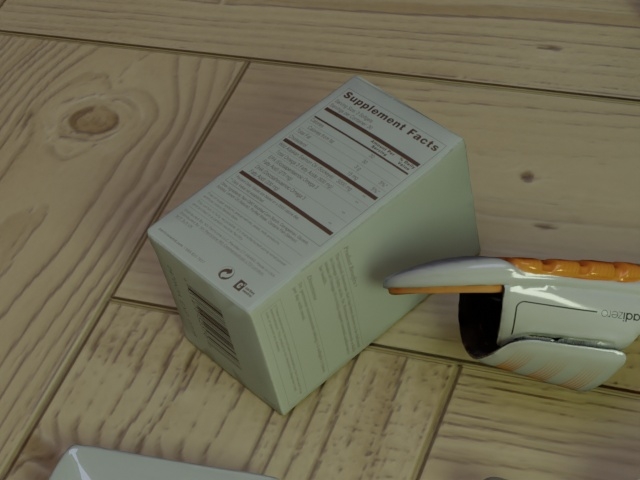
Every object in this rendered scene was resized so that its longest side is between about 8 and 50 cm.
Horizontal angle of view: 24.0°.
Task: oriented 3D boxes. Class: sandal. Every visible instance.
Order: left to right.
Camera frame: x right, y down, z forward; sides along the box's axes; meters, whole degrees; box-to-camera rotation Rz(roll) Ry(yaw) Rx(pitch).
[{"bbox_3d":[0.169,0.050,0.868,0.265,0.102,0.076,3,88,-3],"label":"sandal"}]

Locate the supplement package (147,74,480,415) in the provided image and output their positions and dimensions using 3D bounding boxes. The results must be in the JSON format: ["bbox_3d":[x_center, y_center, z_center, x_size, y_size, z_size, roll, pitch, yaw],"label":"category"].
[{"bbox_3d":[0.000,0.000,0.946,0.179,0.105,0.105,-38,49,-22],"label":"supplement package"}]

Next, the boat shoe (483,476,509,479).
[{"bbox_3d":[0.138,0.202,0.765,0.065,0.075,0.206,14,26,-34],"label":"boat shoe"}]

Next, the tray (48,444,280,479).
[{"bbox_3d":[-0.122,0.234,0.806,0.145,0.030,0.270,6,49,20],"label":"tray"}]

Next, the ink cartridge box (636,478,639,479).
[{"bbox_3d":[0.236,0.186,0.739,0.104,0.060,0.180,-20,46,-4],"label":"ink cartridge box"}]
